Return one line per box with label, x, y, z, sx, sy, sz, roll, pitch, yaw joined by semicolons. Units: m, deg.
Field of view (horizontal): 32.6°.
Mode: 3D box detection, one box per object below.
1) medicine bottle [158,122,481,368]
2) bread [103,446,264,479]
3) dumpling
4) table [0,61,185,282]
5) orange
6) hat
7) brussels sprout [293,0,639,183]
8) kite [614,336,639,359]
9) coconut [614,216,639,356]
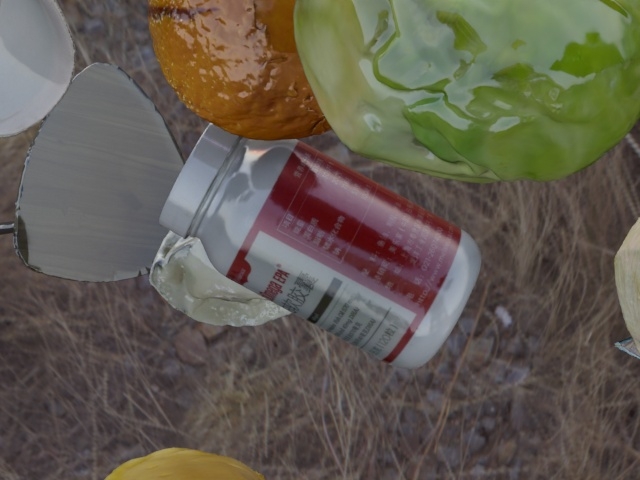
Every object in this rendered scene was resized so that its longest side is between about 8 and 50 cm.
medicine bottle;0.000;0.000;0.913;0.250;0.131;0.131;28;69;-3
bread;-0.095;0.428;1.248;0.250;0.394;0.361;-28;98;-16
dumpling;-0.070;0.018;1.264;0.247;0.172;0.142;-31;27;-3
table;-0.381;-0.096;1.630;0.249;0.317;0.317;0;58;44
orange;-0.039;-0.168;0.819;0.161;0.193;0.193;5;60;42
hat;-0.252;-0.208;0.835;0.226;0.219;0.164;34;38;3
brussels sprout;0.100;-0.132;0.630;0.223;0.161;0.223;3;85;-35
kite;0.564;0.174;1.536;0.314;0.011;0.335;9;24;-4
coconut;0.440;0.060;1.105;0.297;0.297;0.254;39;87;20
